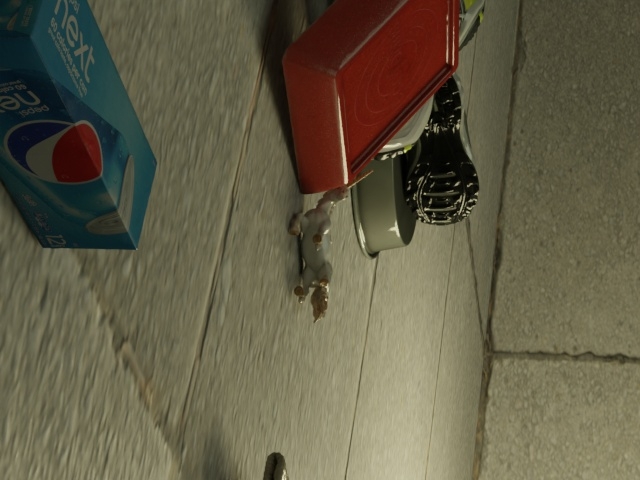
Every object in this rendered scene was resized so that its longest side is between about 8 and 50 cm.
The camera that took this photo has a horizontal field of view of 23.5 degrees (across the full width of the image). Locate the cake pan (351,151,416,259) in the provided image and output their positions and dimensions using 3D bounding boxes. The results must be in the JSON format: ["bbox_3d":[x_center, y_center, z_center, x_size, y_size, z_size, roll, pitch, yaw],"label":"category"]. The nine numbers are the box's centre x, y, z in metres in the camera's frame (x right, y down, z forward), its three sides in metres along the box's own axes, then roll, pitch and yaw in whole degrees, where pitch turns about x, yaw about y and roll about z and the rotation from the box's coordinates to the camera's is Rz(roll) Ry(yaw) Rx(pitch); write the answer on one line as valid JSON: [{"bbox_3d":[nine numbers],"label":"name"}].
[{"bbox_3d":[0.094,-0.120,2.096,0.293,0.054,0.293,1,90,-78],"label":"cake pan"}]

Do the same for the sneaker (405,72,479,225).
[{"bbox_3d":[0.159,-0.139,2.043,0.108,0.100,0.272,-81,166,-55],"label":"sneaker"}]

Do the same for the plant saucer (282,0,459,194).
[{"bbox_3d":[0.069,-0.190,1.628,0.259,0.047,0.258,-46,156,-21],"label":"plant saucer"}]

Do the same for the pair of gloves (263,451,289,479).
[{"bbox_3d":[-0.061,0.346,1.460,0.204,0.042,0.240,82,17,-50],"label":"pair of gloves"}]

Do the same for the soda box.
[{"bbox_3d":[-0.158,-0.078,0.902,0.210,0.067,0.071,72,23,-55],"label":"soda box"}]

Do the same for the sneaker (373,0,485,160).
[{"bbox_3d":[0.109,-0.281,1.860,0.147,0.145,0.385,72,30,-53],"label":"sneaker"}]

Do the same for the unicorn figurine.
[{"bbox_3d":[0.000,0.000,1.690,0.111,0.060,0.162,-49,155,-72],"label":"unicorn figurine"}]
